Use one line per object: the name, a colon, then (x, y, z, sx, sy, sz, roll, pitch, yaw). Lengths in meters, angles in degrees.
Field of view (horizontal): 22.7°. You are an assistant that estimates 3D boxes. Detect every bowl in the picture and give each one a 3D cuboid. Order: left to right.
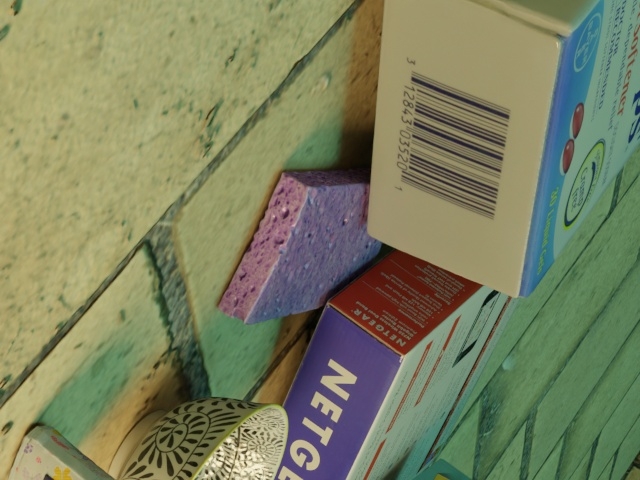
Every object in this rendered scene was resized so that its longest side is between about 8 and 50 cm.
bowl: (-0.104, 0.176, 1.172, 0.170, 0.080, 0.170, -49, 157, -30)

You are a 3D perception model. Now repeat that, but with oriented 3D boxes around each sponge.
sponge: (0.000, 0.000, 1.256, 0.210, 0.031, 0.117, -9, 126, -65)

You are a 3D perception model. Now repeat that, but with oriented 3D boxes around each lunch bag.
lunch bag: (-0.162, 0.163, 1.029, 0.053, 0.071, 0.083, -43, 156, -31)

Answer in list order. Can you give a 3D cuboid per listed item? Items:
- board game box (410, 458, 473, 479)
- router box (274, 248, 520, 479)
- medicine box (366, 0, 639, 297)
board game box: (0.032, 0.399, 1.486, 0.253, 0.079, 0.336, -27, 139, -41)
router box: (0.064, 0.137, 1.470, 0.301, 0.082, 0.335, -35, 154, -50)
medicine box: (0.171, -0.153, 1.244, 0.289, 0.149, 0.264, -48, 152, -39)
